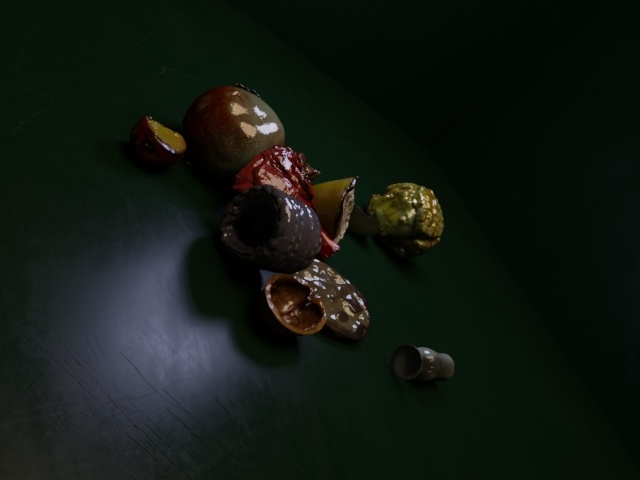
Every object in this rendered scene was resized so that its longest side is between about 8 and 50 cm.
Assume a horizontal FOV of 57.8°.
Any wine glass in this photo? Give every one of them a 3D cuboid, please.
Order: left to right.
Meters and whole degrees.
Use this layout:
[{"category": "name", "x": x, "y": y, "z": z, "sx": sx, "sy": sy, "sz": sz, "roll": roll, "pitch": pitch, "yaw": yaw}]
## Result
[{"category": "wine glass", "x": 0.310, "y": 0.369, "z": 1.718, "sx": 0.231, "sy": 0.103, "sz": 0.103, "roll": 23, "pitch": 32, "yaw": -50}]

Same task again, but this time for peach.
[{"category": "peach", "x": -0.419, "y": -0.244, "z": 1.486, "sx": 0.127, "sy": 0.092, "sz": 0.172, "roll": 52, "pitch": 12, "yaw": -1}]

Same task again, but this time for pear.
[{"category": "pear", "x": 0.013, "y": -0.110, "z": 1.911, "sx": 0.178, "sy": 0.267, "sz": 0.267, "roll": 14, "pitch": 23, "yaw": 7}]

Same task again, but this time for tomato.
[{"category": "tomato", "x": -0.248, "y": -0.307, "z": 1.682, "sx": 0.303, "sy": 0.239, "sz": 0.303, "roll": 37, "pitch": 29, "yaw": -25}]

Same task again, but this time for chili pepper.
[{"category": "chili pepper", "x": 0.000, "y": 0.000, "z": 1.816, "sx": 0.123, "sy": 0.073, "sz": 0.070, "roll": 52, "pitch": 30, "yaw": 0}]

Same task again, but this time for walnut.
[{"category": "walnut", "x": -0.084, "y": 0.167, "z": 1.394, "sx": 0.211, "sy": 0.087, "sz": 0.167, "roll": 1, "pitch": 57, "yaw": -56}]

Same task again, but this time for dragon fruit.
[{"category": "dragon fruit", "x": -0.076, "y": -0.149, "z": 1.631, "sx": 0.152, "sy": 0.205, "sz": 0.317, "roll": 21, "pitch": -8, "yaw": 32}]

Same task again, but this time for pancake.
[{"category": "pancake", "x": 0.026, "y": 0.164, "z": 1.634, "sx": 0.294, "sy": 0.049, "sz": 0.294, "roll": 33, "pitch": 28, "yaw": -20}]

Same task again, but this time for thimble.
[{"category": "thimble", "x": -0.122, "y": -0.017, "z": 1.445, "sx": 0.172, "sy": 0.236, "sz": 0.205, "roll": 26, "pitch": 58, "yaw": -50}]

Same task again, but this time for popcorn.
[{"category": "popcorn", "x": 0.342, "y": -0.094, "z": 2.307, "sx": 0.274, "sy": 0.279, "sz": 0.335, "roll": -2, "pitch": 63, "yaw": -36}]

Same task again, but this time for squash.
[{"category": "squash", "x": 0.120, "y": -0.076, "z": 2.164, "sx": 0.192, "sy": 0.085, "sz": 0.184, "roll": 42, "pitch": -5, "yaw": -15}]
